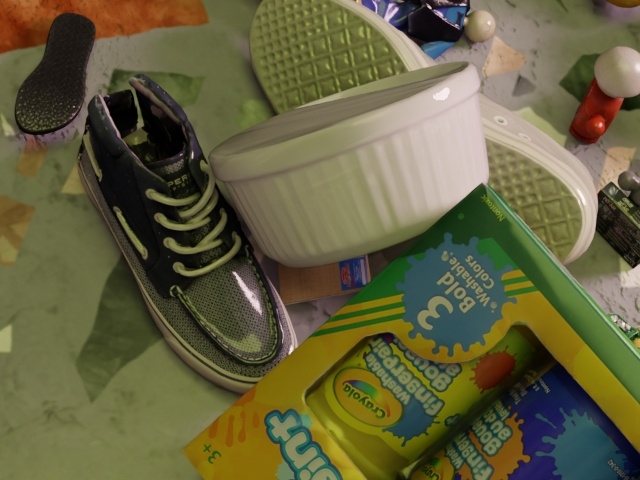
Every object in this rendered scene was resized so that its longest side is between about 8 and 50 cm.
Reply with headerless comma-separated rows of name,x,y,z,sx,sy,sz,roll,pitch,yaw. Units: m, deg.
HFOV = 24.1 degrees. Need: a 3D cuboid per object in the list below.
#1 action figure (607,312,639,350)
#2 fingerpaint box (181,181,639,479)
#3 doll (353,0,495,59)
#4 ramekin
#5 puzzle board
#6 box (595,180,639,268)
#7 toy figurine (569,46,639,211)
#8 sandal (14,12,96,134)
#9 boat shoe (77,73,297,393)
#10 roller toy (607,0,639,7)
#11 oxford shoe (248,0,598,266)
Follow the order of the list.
action figure,0.385,0.145,1.547,0.232,0.063,0.137,31,30,3
fingerpaint box,0.162,0.236,1.345,0.371,0.163,0.445,-42,76,8
doll,0.114,-0.258,1.699,0.189,0.046,0.129,10,92,-26
ramekin,0.039,-0.071,1.449,0.273,0.273,0.127,-24,102,-19
puzzle board,0.000,0.000,1.577,0.096,0.011,0.128,-11,69,11
box,0.328,-0.016,1.630,0.018,0.067,0.083,-36,75,-23
toy figurine,0.402,-0.124,1.648,0.213,0.148,0.210,-15,69,-16
sandal,-0.282,-0.173,1.619,0.067,0.040,0.179,18,49,-7
boat shoe,-0.135,-0.008,1.495,0.127,0.158,0.340,-33,74,-21
roller toy,0.370,-0.397,1.771,0.191,0.146,0.209,-32,84,-19
oxford shoe,0.109,-0.121,1.617,0.449,0.169,0.130,36,23,16
